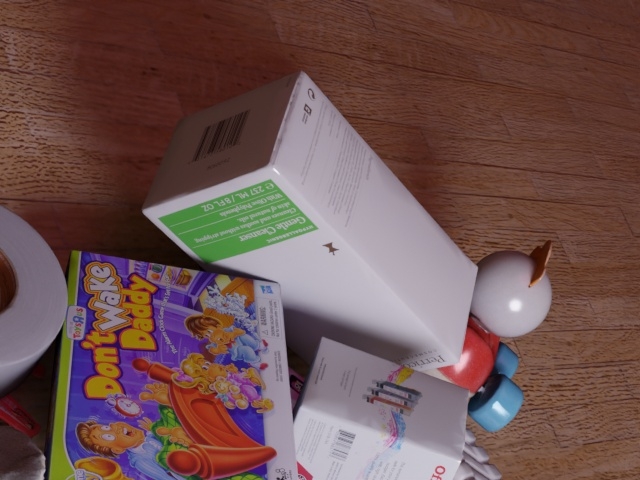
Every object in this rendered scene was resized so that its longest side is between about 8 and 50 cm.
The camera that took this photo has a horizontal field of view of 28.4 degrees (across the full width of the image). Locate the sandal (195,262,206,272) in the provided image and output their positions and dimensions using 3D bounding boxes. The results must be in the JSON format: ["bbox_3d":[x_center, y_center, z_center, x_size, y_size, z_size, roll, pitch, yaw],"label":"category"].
[{"bbox_3d":[-0.101,0.031,1.537,0.303,0.086,0.120,50,41,-29],"label":"sandal"}]

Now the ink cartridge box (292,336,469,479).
[{"bbox_3d":[0.055,0.211,1.341,0.176,0.128,0.127,20,32,0],"label":"ink cartridge box"}]

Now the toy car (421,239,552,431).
[{"bbox_3d":[0.224,0.081,1.661,0.219,0.238,0.210,42,18,-9],"label":"toy car"}]

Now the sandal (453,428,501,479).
[{"bbox_3d":[0.179,0.346,1.551,0.169,0.102,0.416,30,27,-48],"label":"sandal"}]

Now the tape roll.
[{"bbox_3d":[-0.361,0.051,1.228,0.219,0.072,0.219,23,41,-21],"label":"tape roll"}]

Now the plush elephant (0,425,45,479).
[{"bbox_3d":[-0.303,0.294,0.975,0.272,0.330,0.255,-13,51,-42],"label":"plush elephant"}]

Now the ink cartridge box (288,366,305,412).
[{"bbox_3d":[-0.122,0.252,1.345,0.176,0.069,0.371,40,41,-14],"label":"ink cartridge box"}]

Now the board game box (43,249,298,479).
[{"bbox_3d":[-0.150,0.167,1.254,0.233,0.078,0.347,9,38,-14],"label":"board game box"}]

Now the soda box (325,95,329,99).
[{"bbox_3d":[-0.033,-0.122,1.740,0.071,0.067,0.210,27,44,-28],"label":"soda box"}]

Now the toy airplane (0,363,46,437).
[{"bbox_3d":[-0.327,0.132,1.257,0.151,0.028,0.151,24,40,-22],"label":"toy airplane"}]

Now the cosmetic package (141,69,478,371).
[{"bbox_3d":[0.000,0.000,1.443,0.365,0.197,0.155,45,43,-32],"label":"cosmetic package"}]
